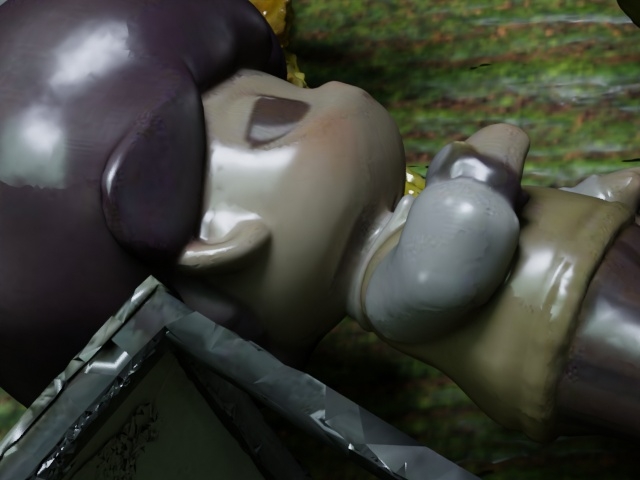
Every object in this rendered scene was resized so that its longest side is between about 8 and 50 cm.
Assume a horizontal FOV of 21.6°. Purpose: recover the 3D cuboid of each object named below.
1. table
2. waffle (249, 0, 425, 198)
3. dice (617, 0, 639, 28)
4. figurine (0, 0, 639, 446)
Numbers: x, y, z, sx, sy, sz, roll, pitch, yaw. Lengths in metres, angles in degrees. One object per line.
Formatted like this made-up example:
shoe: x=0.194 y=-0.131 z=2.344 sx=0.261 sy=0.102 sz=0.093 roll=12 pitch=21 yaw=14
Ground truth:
table: x=-0.032 y=0.241 z=0.515 sx=0.272 sy=0.222 sz=0.335 roll=29 pitch=69 yaw=35
waffle: x=-0.055 y=-0.110 z=0.836 sx=0.259 sy=0.293 sz=0.069 roll=3 pitch=18 yaw=15
dice: x=0.255 y=-0.225 z=0.778 sx=0.227 sy=0.233 sz=0.238 roll=4 pitch=62 yaw=24
figurine: x=0.004 y=-0.017 z=0.681 sx=0.365 sy=0.206 sz=0.218 roll=2 pitch=26 yaw=22
